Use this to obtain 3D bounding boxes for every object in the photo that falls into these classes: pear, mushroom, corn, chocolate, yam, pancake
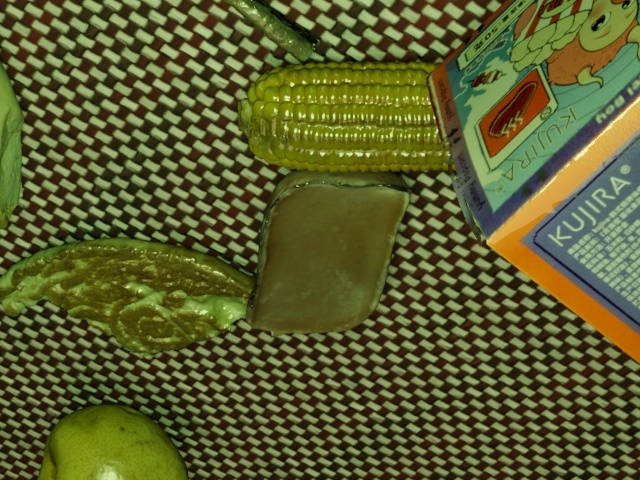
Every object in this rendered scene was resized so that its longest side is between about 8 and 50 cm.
[{"bbox_3d":[-0.267,0.309,2.122,0.197,0.197,0.197,6,135,7],"label":"pear"},{"bbox_3d":[-0.381,-0.144,1.778,0.107,0.087,0.333,-1,137,19],"label":"mushroom"},{"bbox_3d":[0.095,-0.125,1.664,0.363,0.120,0.120,2,134,3],"label":"corn"},{"bbox_3d":[0.000,-0.001,1.831,0.161,0.083,0.261,3,137,-14],"label":"chocolate"},{"bbox_3d":[-0.062,-0.227,1.663,0.129,0.027,0.033,33,130,-18],"label":"yam"},{"bbox_3d":[-0.216,0.066,1.970,0.376,0.054,0.197,7,133,9],"label":"pancake"}]

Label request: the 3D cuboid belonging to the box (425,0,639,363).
[{"bbox_3d":[0.314,-0.124,1.416,0.257,0.319,0.348,36,114,-23],"label":"box"}]
